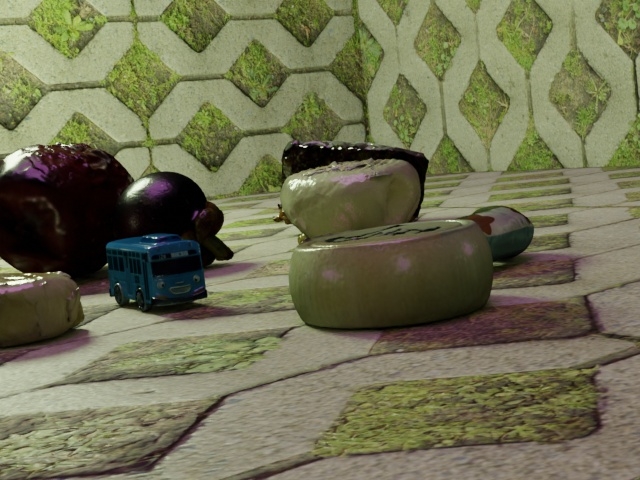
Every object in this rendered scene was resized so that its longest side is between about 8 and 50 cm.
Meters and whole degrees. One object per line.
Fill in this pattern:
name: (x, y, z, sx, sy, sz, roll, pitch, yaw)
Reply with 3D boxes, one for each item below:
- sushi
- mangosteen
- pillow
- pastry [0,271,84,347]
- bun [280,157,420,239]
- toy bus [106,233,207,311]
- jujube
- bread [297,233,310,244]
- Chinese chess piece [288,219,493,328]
sushi: (0.078, -0.116, 2.354, 0.348, 0.207, 0.234, 5, 0, 38)
mangosteen: (-0.264, -0.024, 1.984, 0.230, 0.194, 0.194, 23, 15, 16)
pillow: (0.211, 0.005, 1.658, 0.214, 0.086, 0.233, -15, 1, 43)
pastry: (-0.392, 0.088, 1.426, 0.166, 0.088, 0.166, -3, 7, 0)
bun: (0.053, -0.066, 1.990, 0.273, 0.168, 0.273, -5, 10, 1)
toy bus: (-0.242, 0.043, 1.593, 0.090, 0.106, 0.185, -7, 6, -31)
jujube: (-0.476, -0.057, 2.054, 0.258, 0.258, 0.377, -3, 4, 26)
bread: (0.000, 0.000, 2.087, 0.088, 0.033, 0.049, -3, -6, -5)
Chinese chess piece: (0.085, 0.038, 1.333, 0.250, 0.101, 0.250, -7, 5, 1)
